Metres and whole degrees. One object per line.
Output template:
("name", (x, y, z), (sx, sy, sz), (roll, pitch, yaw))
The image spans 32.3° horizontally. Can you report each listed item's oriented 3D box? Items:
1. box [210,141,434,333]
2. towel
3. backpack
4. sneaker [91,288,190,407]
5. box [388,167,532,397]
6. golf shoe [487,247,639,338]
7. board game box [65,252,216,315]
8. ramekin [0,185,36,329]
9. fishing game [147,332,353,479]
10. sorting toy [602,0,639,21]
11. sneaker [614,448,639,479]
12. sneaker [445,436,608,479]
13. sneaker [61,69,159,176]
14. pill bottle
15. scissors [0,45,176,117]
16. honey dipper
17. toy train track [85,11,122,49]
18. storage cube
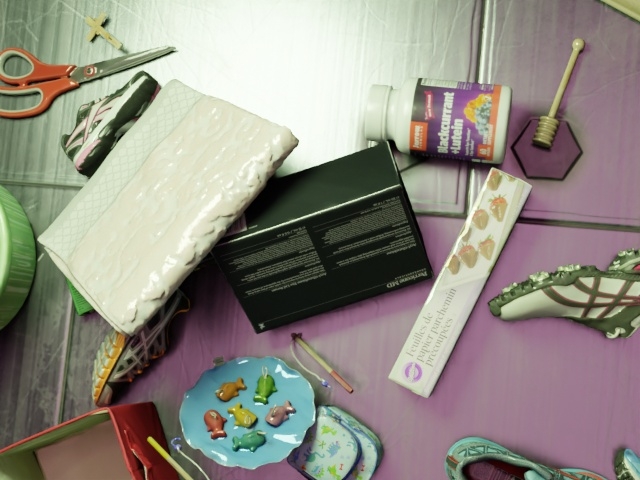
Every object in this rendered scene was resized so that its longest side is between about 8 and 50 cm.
("box", (0.000, 0.000, 1.489), (0.261, 0.184, 0.103), (-18, 41, 6))
("towel", (-0.219, -0.060, 1.495), (0.332, 0.053, 0.317), (-51, 39, -6))
("backpack", (0.022, 0.292, 1.513), (0.114, 0.084, 0.105), (32, 91, 9))
("sneaker", (-0.262, 0.150, 1.578), (0.083, 0.084, 0.215), (26, 101, -22))
("box", (0.193, 0.058, 1.520), (0.063, 0.067, 0.324), (26, 88, 11))
("golf shoe", (0.363, 0.082, 1.473), (0.273, 0.105, 0.120), (-14, 89, 8))
("board game box", (-0.255, 0.002, 1.616), (0.260, 0.030, 0.136), (-21, 83, 6))
("ramekin", (-0.564, 0.022, 1.601), (0.303, 0.148, 0.303), (-1, 84, 9))
("fishing game", (-0.099, 0.221, 1.488), (0.264, 0.041, 0.189), (-31, 50, -22))
("sorting toy", (0.488, -0.383, 1.471), (0.307, 0.041, 0.229), (32, 130, 11))
("sneaker", (0.460, 0.330, 1.461), (0.162, 0.063, 0.073), (42, 74, 6))
("sneaker", (0.285, 0.340, 1.444), (0.262, 0.125, 0.104), (16, 87, 10))
("sneaker", (-0.318, -0.186, 1.626), (0.077, 0.072, 0.178), (40, 86, 21))
("pill bottle", (0.162, -0.168, 1.526), (0.193, 0.108, 0.108), (6, 85, 10))
("scissors", (-0.361, -0.239, 1.664), (0.297, 0.021, 0.109), (0, 82, 8))
("honey dipper", (0.336, -0.208, 1.545), (0.030, 0.030, 0.160), (20, 83, 11))
("toy train track", (-0.322, -0.311, 1.660), (0.083, 0.014, 0.048), (41, 104, 26))
("storage cube", (-0.309, 0.338, 1.506), (0.215, 0.193, 0.183), (-24, 81, 7))
